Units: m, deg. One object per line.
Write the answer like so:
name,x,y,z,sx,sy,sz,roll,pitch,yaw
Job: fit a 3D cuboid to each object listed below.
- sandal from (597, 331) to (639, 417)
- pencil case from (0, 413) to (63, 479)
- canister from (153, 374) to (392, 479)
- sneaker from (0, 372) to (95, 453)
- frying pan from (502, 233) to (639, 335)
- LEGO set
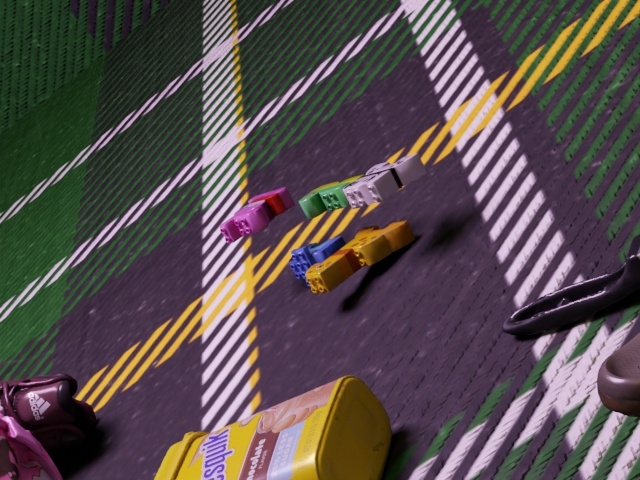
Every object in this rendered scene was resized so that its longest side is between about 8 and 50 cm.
sandal,0.233,0.018,0.990,0.219,0.060,0.090,-34,20,-21
pencil case,-0.383,0.285,1.526,0.386,0.160,0.167,-29,-6,30
canister,-0.039,0.174,1.271,0.170,0.073,0.126,-26,25,31
sneaker,-0.314,0.150,1.593,0.163,0.106,0.281,-16,-14,30
frying pan,0.267,-0.016,1.170,0.197,0.053,0.326,-49,25,-24
LEGO set,0.000,0.000,1.532,0.093,0.087,0.227,-37,14,-37
